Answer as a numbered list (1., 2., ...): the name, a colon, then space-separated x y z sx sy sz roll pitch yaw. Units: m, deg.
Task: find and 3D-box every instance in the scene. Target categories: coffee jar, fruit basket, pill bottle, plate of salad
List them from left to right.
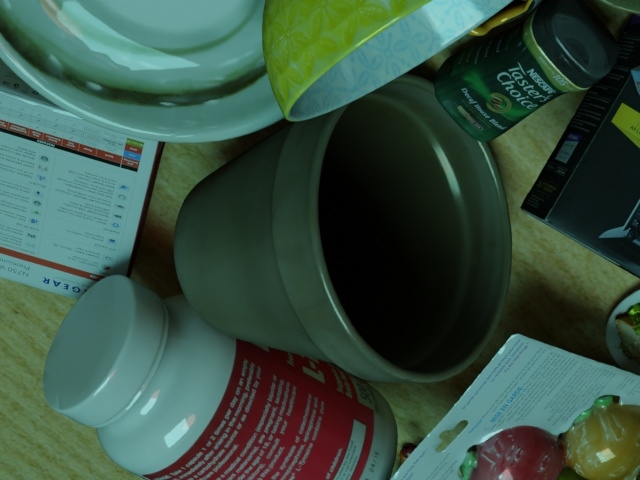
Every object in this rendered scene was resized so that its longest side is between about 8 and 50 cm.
1. pill bottle: -0.120 0.204 1.878 0.407 0.229 0.229 32 133 -33
2. coffee jar: 0.207 -0.174 1.563 0.096 0.079 0.184 44 139 -16
3. fruit basket: 0.279 0.261 1.887 0.353 0.165 0.327 22 122 -22
4. plate of salad: 0.439 0.122 1.844 0.199 0.048 0.200 6 134 7

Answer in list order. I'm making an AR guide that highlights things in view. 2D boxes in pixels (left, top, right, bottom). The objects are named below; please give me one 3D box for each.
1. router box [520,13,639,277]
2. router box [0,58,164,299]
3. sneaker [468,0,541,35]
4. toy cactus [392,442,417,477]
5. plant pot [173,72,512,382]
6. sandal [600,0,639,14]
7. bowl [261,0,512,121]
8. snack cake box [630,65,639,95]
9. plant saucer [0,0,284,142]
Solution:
1. router box: 0.394 -0.058 1.565 0.309 0.081 0.243 30 94 -15
2. router box: -0.362 -0.086 1.798 0.335 0.082 0.301 17 135 -4
3. sneaker: 0.210 -0.269 1.492 0.084 0.083 0.215 36 129 -20
4. toy cactus: 0.077 0.348 2.121 0.219 0.112 0.180 -30 131 24
5. plant pot: 0.000 0.000 1.674 0.280 0.323 0.323 -8 133 41
6. sandal: 0.353 -0.257 1.480 0.240 0.079 0.088 -6 89 -2
7. bowl: 0.054 -0.245 1.370 0.289 0.289 0.156 -33 86 36
8. snack cake box: 0.419 -0.072 1.479 0.152 0.089 0.264 -26 104 -8
9. plant saucer: -0.162 -0.278 1.554 0.400 0.100 0.400 6 135 6
